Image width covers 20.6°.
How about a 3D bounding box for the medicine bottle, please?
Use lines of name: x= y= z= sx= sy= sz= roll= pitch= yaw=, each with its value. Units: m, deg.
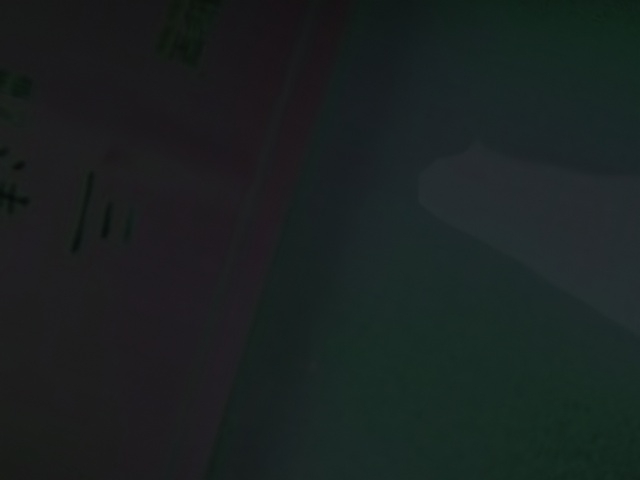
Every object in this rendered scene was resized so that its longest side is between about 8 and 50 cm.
medicine bottle: x=0.000 y=0.000 z=0.439 sx=0.245 sy=0.290 sz=0.245 roll=-163 pitch=-90 yaw=-89
